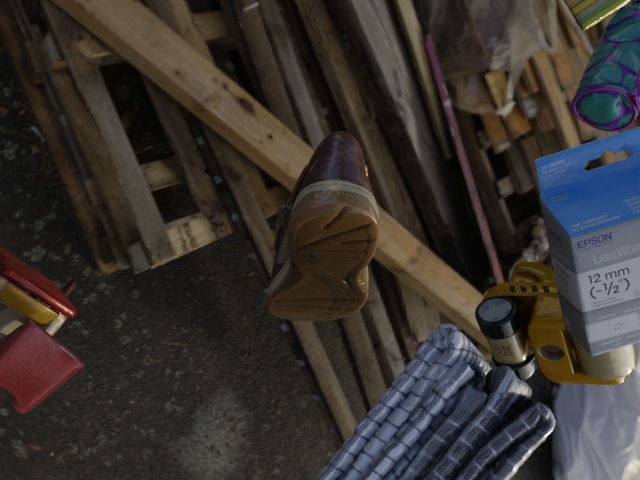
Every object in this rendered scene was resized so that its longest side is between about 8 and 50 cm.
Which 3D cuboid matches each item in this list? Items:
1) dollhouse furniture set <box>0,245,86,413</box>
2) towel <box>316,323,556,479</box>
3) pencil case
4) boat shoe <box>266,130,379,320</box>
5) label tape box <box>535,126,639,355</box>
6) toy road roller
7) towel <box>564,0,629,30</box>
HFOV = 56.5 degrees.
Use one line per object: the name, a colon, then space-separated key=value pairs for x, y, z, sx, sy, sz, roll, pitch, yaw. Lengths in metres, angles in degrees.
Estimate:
dollhouse furniture set: x=-0.285 y=-0.004 z=0.452 sx=0.152 sy=0.201 sz=0.374 roll=-45 pitch=145 yaw=-10
towel: x=0.102 y=0.242 z=0.572 sx=0.283 sy=0.121 sz=0.235 roll=-50 pitch=149 yaw=-7
pencil case: x=0.322 y=-0.186 z=0.631 sx=0.064 sy=0.070 sz=0.151 roll=47 pitch=62 yaw=-29
boat shoe: x=0.000 y=0.000 z=0.720 sx=0.123 sy=0.342 sz=0.123 roll=3 pitch=62 yaw=-4
label tape box: x=0.532 y=-0.003 z=1.016 sx=0.115 sy=0.249 sz=0.347 roll=-99 pitch=171 yaw=-68
toy road roller: x=0.521 y=0.167 z=1.328 sx=0.240 sy=0.330 sz=0.202 roll=-57 pitch=131 yaw=-39
towel: x=0.371 y=-0.438 z=0.880 sx=0.237 sy=0.102 sz=0.021 roll=56 pitch=11 yaw=-2
